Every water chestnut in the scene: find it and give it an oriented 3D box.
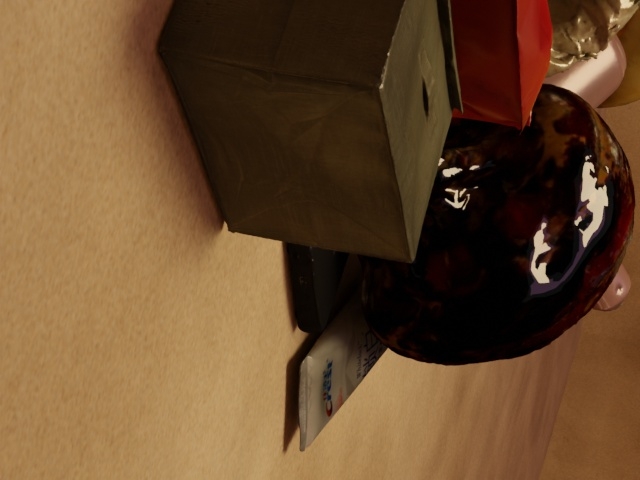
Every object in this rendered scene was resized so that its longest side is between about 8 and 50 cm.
[{"bbox_3d":[0.154,-0.017,1.502,0.244,0.289,0.289,-63,160,-69],"label":"water chestnut"}]

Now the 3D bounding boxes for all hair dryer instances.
[{"bbox_3d":[0.264,-0.068,1.746,0.210,0.125,0.352,-41,120,-13],"label":"hair dryer"}]

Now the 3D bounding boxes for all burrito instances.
[{"bbox_3d":[0.208,-0.230,1.535,0.348,0.175,0.107,-124,-172,-74],"label":"burrito"}]

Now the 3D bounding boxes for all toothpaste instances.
[{"bbox_3d":[0.043,0.084,1.583,0.323,0.066,0.100,-48,145,-55],"label":"toothpaste"}]

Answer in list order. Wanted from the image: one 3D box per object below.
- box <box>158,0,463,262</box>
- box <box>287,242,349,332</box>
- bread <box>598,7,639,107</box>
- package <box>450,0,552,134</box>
[{"bbox_3d":[0.005,-0.111,1.102,0.231,0.155,0.149,76,28,-61],"label":"box"},{"bbox_3d":[0.000,0.000,1.426,0.126,0.027,0.125,83,20,-46],"label":"box"},{"bbox_3d":[0.338,-0.330,2.004,0.424,0.245,0.329,-87,179,-80],"label":"bread"},{"bbox_3d":[0.067,-0.229,1.176,0.423,0.196,0.123,73,26,-59],"label":"package"}]
